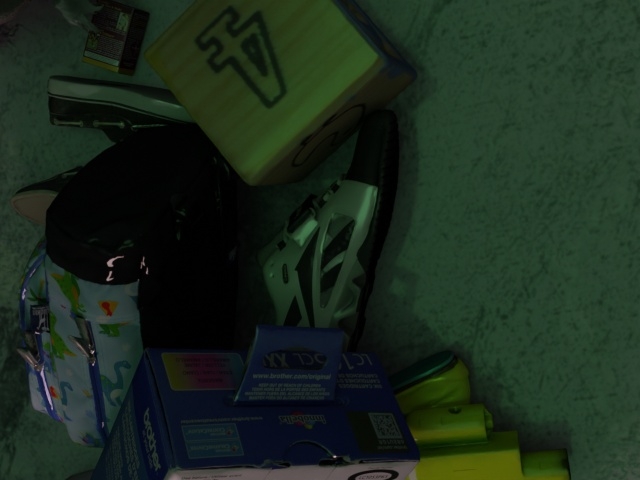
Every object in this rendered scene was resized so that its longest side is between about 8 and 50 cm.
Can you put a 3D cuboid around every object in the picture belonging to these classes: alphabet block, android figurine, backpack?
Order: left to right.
[{"bbox_3d":[-0.208,0.082,1.062,0.274,0.290,0.355,-2,121,16],"label":"backpack"},{"bbox_3d":[-0.038,-0.195,1.032,0.197,0.192,0.193,-41,82,16],"label":"alphabet block"},{"bbox_3d":[0.153,0.306,1.069,0.273,0.056,0.248,-9,107,14],"label":"android figurine"}]

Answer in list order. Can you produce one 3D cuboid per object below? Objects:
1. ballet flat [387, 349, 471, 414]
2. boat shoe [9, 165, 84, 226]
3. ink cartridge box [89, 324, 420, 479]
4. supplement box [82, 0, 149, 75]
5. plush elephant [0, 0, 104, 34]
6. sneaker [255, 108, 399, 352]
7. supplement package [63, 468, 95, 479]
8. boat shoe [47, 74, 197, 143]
[{"bbox_3d":[0.070,0.201,1.102,0.231,0.077,0.077,-20,103,14],"label":"ballet flat"},{"bbox_3d":[-0.301,-0.062,1.193,0.206,0.075,0.065,-4,51,21],"label":"boat shoe"},{"bbox_3d":[-0.083,0.252,0.969,0.395,0.270,0.151,-60,38,36],"label":"ink cartridge box"},{"bbox_3d":[-0.256,-0.254,1.160,0.055,0.043,0.083,21,101,14],"label":"supplement box"},{"bbox_3d":[-0.440,-0.354,1.102,0.255,0.330,0.271,26,91,49],"label":"plush elephant"},{"bbox_3d":[0.000,0.000,1.073,0.146,0.122,0.330,17,99,11],"label":"sneaker"},{"bbox_3d":[-0.275,0.389,1.192,0.105,0.105,0.179,-19,90,17],"label":"supplement package"},{"bbox_3d":[-0.238,-0.156,1.152,0.219,0.078,0.070,12,107,19],"label":"boat shoe"}]
